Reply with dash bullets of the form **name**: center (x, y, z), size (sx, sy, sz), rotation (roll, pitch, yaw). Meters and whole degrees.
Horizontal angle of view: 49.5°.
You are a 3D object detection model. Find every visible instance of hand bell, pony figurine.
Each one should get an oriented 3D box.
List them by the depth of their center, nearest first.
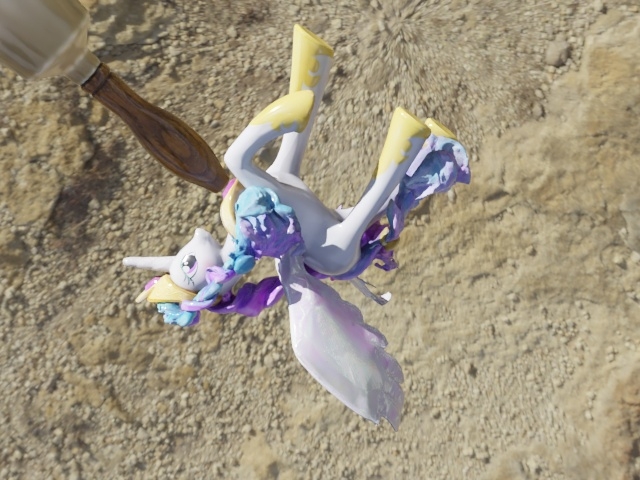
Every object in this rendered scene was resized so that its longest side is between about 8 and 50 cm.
- **hand bell**: center (-0.161, -0.116, 0.519), size (0.126, 0.126, 0.242), rotation (-39, 123, 16)
- **pony figurine**: center (0.000, 0.000, 0.800), size (0.351, 0.303, 0.363), rotation (31, 109, -19)
